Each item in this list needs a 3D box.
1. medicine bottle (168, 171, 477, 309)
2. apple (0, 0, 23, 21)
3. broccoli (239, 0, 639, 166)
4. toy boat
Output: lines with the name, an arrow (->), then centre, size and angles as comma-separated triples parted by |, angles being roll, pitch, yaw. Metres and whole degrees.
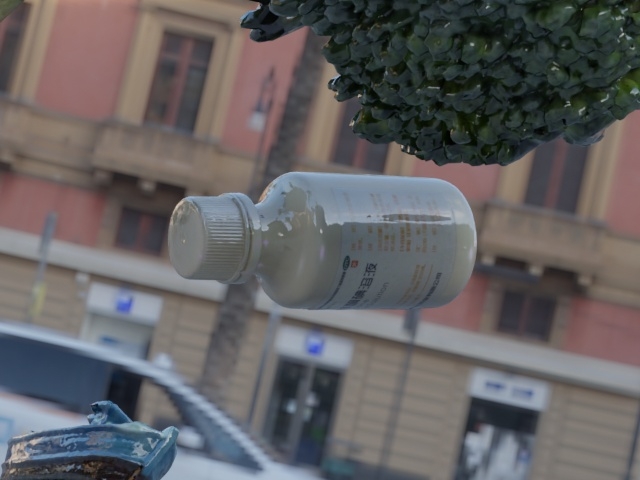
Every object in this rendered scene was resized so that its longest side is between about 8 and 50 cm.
medicine bottle -> 0.000, 0.000, 1.451 | 0.252, 0.114, 0.114 | 2, 1, -32
apple -> -0.351, -0.323, 1.380 | 0.252, 0.314, 0.309 | -1, 46, -47
broccoli -> 0.084, -0.191, 1.151 | 0.334, 0.324, 0.272 | 43, 22, -22
toy boat -> -0.130, 0.122, 1.010 | 0.137, 0.061, 0.060 | -12, -50, 49
